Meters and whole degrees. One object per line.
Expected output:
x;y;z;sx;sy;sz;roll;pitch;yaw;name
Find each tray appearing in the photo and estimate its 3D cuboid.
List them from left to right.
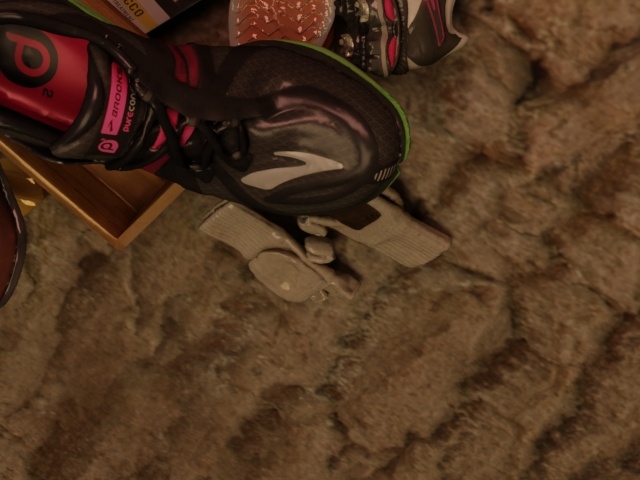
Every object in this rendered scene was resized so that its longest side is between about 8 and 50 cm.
-0.301;-0.190;1.587;0.411;0.076;0.203;41;128;-11;tray

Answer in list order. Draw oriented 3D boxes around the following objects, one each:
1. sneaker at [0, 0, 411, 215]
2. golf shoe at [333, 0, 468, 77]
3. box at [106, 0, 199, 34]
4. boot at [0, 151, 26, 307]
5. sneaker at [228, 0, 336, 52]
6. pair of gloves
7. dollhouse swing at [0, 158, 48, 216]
-0.157;-0.115;1.420;0.483;0.202;0.185;13;114;2;sneaker
0.075;-0.291;1.424;0.120;0.105;0.272;-12;118;-18;golf shoe
-0.189;-0.273;1.569;0.244;0.060;0.100;-24;118;38;box
-0.471;-0.043;1.678;0.281;0.096;0.264;-4;116;-24;boot
-0.037;-0.193;1.551;0.108;0.121;0.302;6;112;2;sneaker
0.000;0.000;1.723;0.240;0.042;0.204;-24;131;39;pair of gloves
-0.534;-0.098;1.744;0.305;0.315;0.346;21;136;20;dollhouse swing
